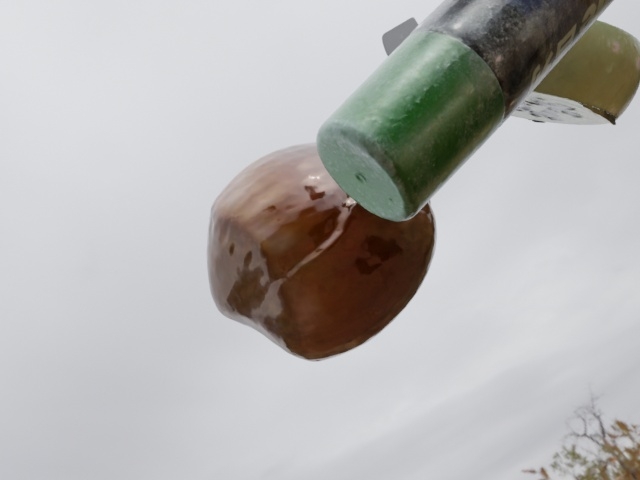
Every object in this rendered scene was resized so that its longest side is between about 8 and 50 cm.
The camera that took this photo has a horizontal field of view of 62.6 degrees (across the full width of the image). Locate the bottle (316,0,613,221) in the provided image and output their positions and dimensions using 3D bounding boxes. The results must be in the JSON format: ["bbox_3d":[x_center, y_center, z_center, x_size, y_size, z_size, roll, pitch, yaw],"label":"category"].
[{"bbox_3d":[0.135,-0.155,0.388,0.330,0.093,0.093,-47,-34,-14],"label":"bottle"}]

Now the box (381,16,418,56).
[{"bbox_3d":[0.260,-0.637,1.669,0.125,0.126,0.027,-24,-36,20],"label":"box"}]

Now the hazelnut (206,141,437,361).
[{"bbox_3d":[0.000,0.000,0.821,0.372,0.372,0.315,-34,-44,1],"label":"hazelnut"}]

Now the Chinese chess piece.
[{"bbox_3d":[0.398,-0.312,0.982,0.349,0.349,0.146,5,-76,-40],"label":"Chinese chess piece"}]
